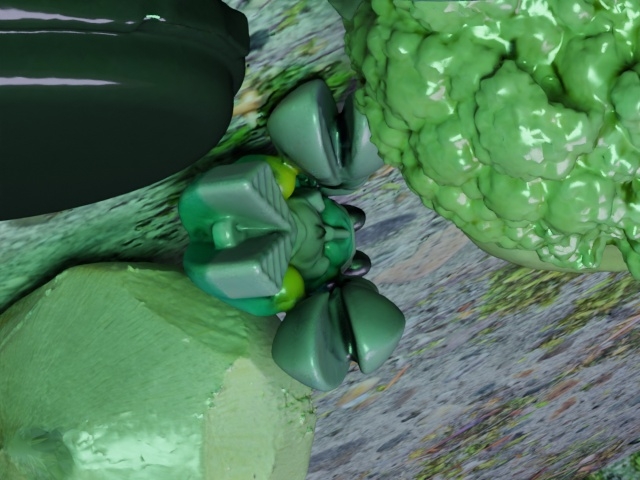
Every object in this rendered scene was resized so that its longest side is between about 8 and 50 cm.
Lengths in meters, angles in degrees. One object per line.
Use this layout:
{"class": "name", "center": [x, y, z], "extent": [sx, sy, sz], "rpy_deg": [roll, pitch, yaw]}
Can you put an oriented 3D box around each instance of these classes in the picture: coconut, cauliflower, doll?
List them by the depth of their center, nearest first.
{"class": "cauliflower", "center": [0.159, -0.119, 1.130], "extent": [0.327, 0.260, 0.281], "rpy_deg": [37, 98, -29]}
{"class": "doll", "center": [-0.005, -0.020, 1.343], "extent": [0.153, 0.195, 0.258], "rpy_deg": [-11, -158, 16]}
{"class": "coconut", "center": [-0.133, 0.130, 1.378], "extent": [0.245, 0.245, 0.247], "rpy_deg": [-34, 168, 15]}

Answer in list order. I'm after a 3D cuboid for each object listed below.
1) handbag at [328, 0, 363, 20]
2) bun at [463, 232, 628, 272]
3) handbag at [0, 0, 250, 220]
{"class": "handbag", "center": [0.070, -0.244, 0.571], "extent": [0.275, 0.302, 0.178], "rpy_deg": [-35, 165, 34]}
{"class": "bun", "center": [0.201, -0.083, 1.359], "extent": [0.259, 0.259, 0.160], "rpy_deg": [-23, 123, -14]}
{"class": "handbag", "center": [-0.181, -0.076, 0.913], "extent": [0.308, 0.093, 0.254], "rpy_deg": [-3, 165, -35]}
